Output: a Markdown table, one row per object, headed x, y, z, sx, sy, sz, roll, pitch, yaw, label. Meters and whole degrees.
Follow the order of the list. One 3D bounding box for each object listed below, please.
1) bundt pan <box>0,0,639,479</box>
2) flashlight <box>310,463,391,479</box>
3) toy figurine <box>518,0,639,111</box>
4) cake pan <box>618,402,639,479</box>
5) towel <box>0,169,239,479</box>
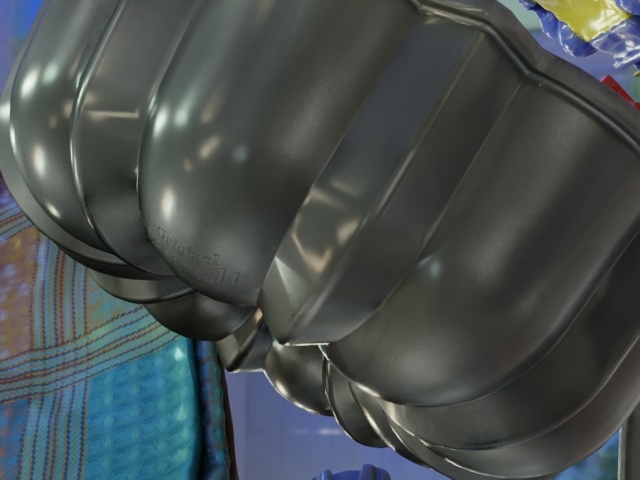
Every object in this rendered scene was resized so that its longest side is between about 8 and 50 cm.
| x | y | z | sx | sy | sz | roll | pitch | yaw | label |
| --- | --- | --- | --- | --- | --- | --- | --- | --- | --- |
| 0.000 | 0.000 | 0.546 | 0.124 | 0.330 | 0.331 | -60 | -22 | -12 | bundt pan |
| 0.022 | 0.255 | 0.853 | 0.103 | 0.103 | 0.304 | 53 | -171 | -9 | flashlight |
| 0.232 | -0.188 | 1.025 | 0.191 | 0.217 | 0.362 | -46 | 4 | -13 | toy figurine |
| 0.340 | 0.176 | 1.195 | 0.293 | 0.054 | 0.293 | 3 | -90 | -66 | cake pan |
| -0.190 | 0.060 | 0.731 | 0.370 | 0.271 | 0.040 | -103 | -8 | -50 | towel |
